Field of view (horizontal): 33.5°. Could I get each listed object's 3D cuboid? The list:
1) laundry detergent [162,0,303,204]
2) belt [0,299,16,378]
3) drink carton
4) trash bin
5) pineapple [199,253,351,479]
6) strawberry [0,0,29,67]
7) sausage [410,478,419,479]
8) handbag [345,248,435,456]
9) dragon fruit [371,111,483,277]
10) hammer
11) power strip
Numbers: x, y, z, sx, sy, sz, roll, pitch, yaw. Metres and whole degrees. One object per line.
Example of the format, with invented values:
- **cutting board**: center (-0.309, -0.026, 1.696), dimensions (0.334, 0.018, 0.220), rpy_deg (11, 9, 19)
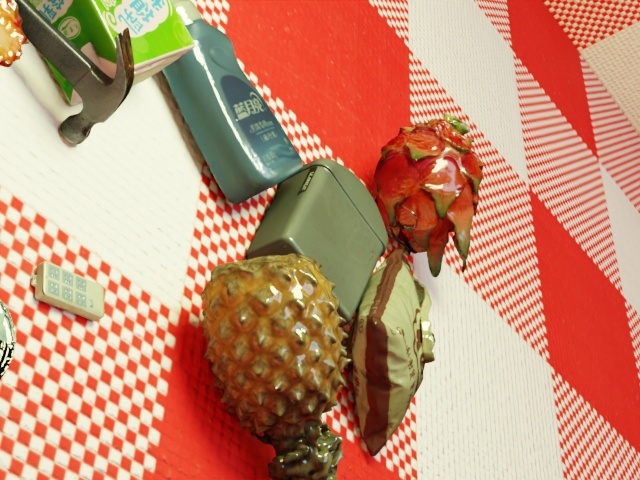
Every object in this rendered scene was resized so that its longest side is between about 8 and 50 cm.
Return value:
- **laundry detergent**: center (-0.134, -0.196, 1.409), dimensions (0.290, 0.094, 0.143), rpy_deg (62, 33, -6)
- **belt**: center (-0.344, 0.078, 0.867), dimensions (0.198, 0.078, 0.151), rpy_deg (2, 62, -56)
- **drink carton**: center (-0.280, -0.309, 1.244), dimensions (0.271, 0.108, 0.161), rpy_deg (62, 31, -7)
- **trash bin**: center (0.000, 0.000, 1.480), dimensions (0.177, 0.101, 0.236), rpy_deg (55, 33, -21)
- **pineapple**: center (-0.039, 0.197, 1.222), dimensions (0.175, 0.175, 0.361), rpy_deg (-9, 92, -60)
- **strawberry**: center (-0.408, -0.271, 1.016), dimensions (0.286, 0.106, 0.188), rpy_deg (58, 32, -39)
- **sausage**: center (0.098, 0.388, 1.344), dimensions (0.098, 0.098, 0.238), rpy_deg (63, 27, -4)
- **handbag**: center (0.101, 0.147, 1.488), dimensions (0.235, 0.127, 0.213), rpy_deg (-56, 144, -57)
- **dragon fruit**: center (0.177, -0.076, 1.745), dimensions (0.193, 0.192, 0.274), rpy_deg (3, 102, -19)
- **hammer**: center (-0.318, -0.248, 1.139), dimensions (0.290, 0.137, 0.037), rpy_deg (47, 25, -13)
- **power strip**: center (-0.257, 0.053, 1.092), dimensions (0.090, 0.016, 0.040), rpy_deg (30, 43, -46)
